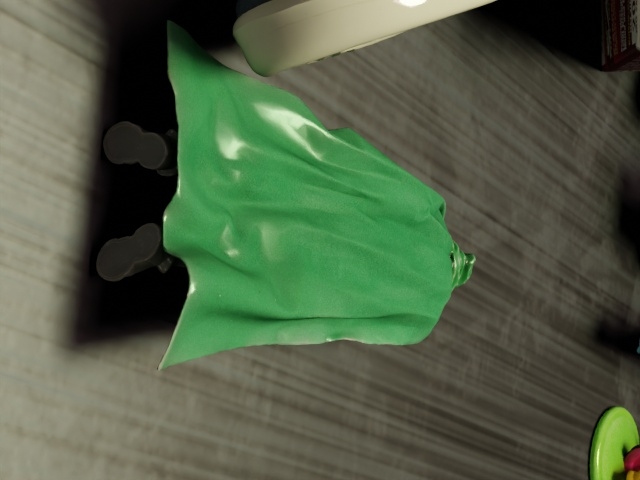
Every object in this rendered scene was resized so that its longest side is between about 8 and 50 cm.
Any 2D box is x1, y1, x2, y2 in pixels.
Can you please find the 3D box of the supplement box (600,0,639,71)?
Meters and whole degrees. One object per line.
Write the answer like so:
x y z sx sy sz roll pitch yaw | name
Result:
0.206 -0.167 0.867 0.239 0.073 0.130 -23 112 -83 | supplement box

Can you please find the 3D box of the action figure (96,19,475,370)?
0.000 0.000 0.668 0.232 0.063 0.137 15 77 -51 | action figure

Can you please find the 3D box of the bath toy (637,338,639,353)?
0.283 -0.079 1.026 0.129 0.151 0.348 17 71 -26 | bath toy

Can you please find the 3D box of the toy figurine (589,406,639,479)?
0.276 0.190 0.987 0.130 0.159 0.173 -47 127 -44 | toy figurine

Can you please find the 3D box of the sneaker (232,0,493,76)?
0.037 -0.190 0.666 0.148 0.131 0.350 67 29 -19 | sneaker
